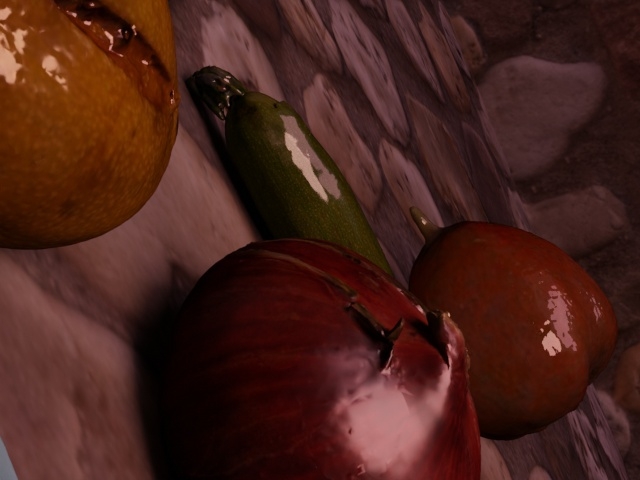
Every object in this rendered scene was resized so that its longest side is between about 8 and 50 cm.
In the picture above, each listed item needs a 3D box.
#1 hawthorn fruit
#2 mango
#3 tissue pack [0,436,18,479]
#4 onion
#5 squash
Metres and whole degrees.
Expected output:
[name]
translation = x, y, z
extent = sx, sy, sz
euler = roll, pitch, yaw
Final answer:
[hawthorn fruit]
translation = 0.167, 0.064, 1.407
extent = 0.251, 0.199, 0.199
euler = 55, 16, -7
[mango]
translation = -0.131, -0.088, 0.620
extent = 0.295, 0.120, 0.177
euler = 32, 58, -60
[tissue pack]
translation = -0.138, 0.148, 0.337
extent = 0.177, 0.089, 0.263
euler = 66, 16, 0
[onion]
translation = 0.012, 0.109, 0.836
extent = 0.248, 0.161, 0.248
euler = -2, 90, -68
[squash]
translation = 0.001, -0.001, 1.112
extent = 0.071, 0.080, 0.318
euler = -51, 124, -30
